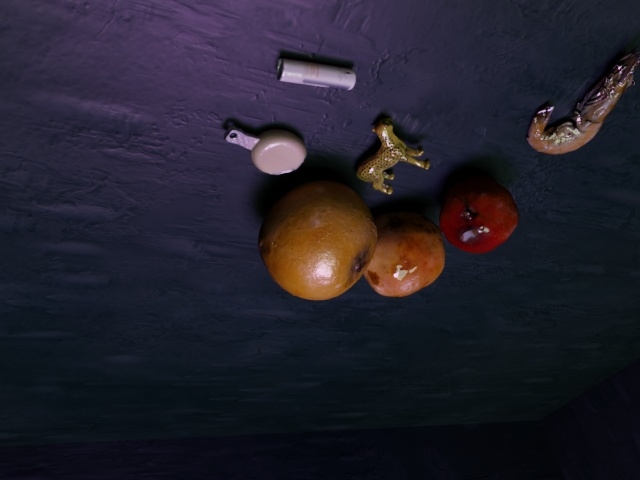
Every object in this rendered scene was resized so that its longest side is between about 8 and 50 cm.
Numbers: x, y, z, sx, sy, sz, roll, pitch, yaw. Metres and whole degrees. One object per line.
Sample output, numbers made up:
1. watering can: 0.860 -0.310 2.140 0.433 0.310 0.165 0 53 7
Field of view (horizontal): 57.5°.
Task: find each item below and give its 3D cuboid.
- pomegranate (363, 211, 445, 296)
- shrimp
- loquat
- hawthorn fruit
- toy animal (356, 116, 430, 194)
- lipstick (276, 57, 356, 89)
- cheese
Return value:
1. pomegranate: 0.191 0.039 1.401 0.215 0.215 0.215 -10 143 -7
2. shrimp: 0.548 -0.286 1.235 0.169 0.058 0.296 -3 146 -12
3. loquat: 0.000 0.000 1.252 0.263 0.263 0.263 -10 143 -7
4. hawthorn fruit: 0.352 -0.058 1.335 0.185 0.185 0.202 -34 169 24
5. toy animal: 0.129 -0.169 1.237 0.136 0.073 0.181 21 144 -28
6. lipstick: -0.006 -0.295 1.036 0.141 0.040 0.040 2 141 -23
7. cheese: -0.110 -0.179 1.146 0.171 0.047 0.092 2 138 -22
